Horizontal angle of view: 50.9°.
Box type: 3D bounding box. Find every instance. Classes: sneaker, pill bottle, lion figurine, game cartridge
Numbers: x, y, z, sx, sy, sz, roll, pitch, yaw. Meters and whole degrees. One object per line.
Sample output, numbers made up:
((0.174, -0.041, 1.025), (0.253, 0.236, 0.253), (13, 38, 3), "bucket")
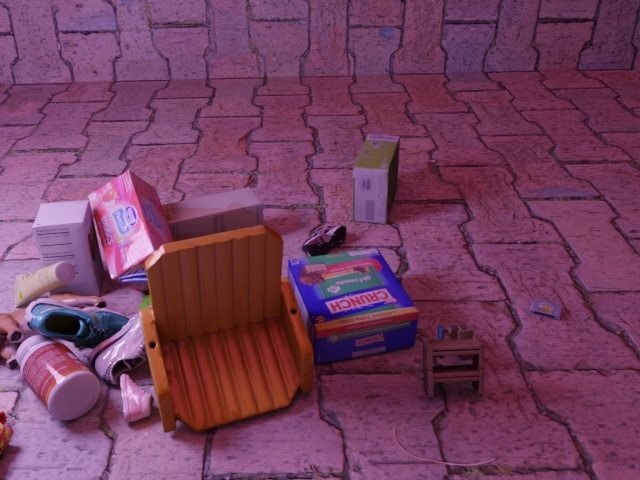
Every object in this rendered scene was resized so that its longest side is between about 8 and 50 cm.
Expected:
((-0.687, 0.420, 1.397), (0.094, 0.081, 0.208), (-12, 33, -23), "sneaker")
((-0.608, 0.305, 1.542), (0.121, 0.121, 0.216), (-27, 41, -36), "pill bottle")
((-0.570, 0.215, 1.624), (0.275, 0.107, 0.110), (17, -2, -40), "sneaker")
((-0.736, 0.206, 1.723), (0.392, 0.142, 0.240), (-10, 21, -41), "lion figurine")
((-0.444, 0.251, 1.642), (0.095, 0.090, 0.235), (31, 65, 35), "sneaker")
((0.611, 0.187, 1.822), (0.083, 0.017, 0.056), (14, 31, 21), "game cartridge")
((-0.416, 0.354, 1.530), (0.070, 0.051, 0.134), (-9, 36, -16), "sneaker")
((0.000, 0.000, 2.099), (0.077, 0.072, 0.178), (12, 24, 41), "sneaker")

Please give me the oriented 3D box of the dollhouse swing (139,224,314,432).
((-0.194, 0.192, 1.442), (0.346, 0.305, 0.315), (-11, 62, -18), "dollhouse swing")

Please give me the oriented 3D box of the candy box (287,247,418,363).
((0.073, 0.161, 1.769), (0.268, 0.122, 0.317), (-8, 34, -13), "candy box")

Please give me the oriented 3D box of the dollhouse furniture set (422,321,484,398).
((0.303, 0.281, 1.599), (0.129, 0.129, 0.184), (-2, 7, -1), "dollhouse furniture set")

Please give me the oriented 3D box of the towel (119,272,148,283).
((-0.324, 0.081, 1.640), (0.209, 0.034, 0.285), (-5, -2, 18), "towel")

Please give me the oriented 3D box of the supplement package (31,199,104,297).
((-0.697, 0.028, 1.877), (0.134, 0.244, 0.139), (-6, 32, -8), "supplement package")

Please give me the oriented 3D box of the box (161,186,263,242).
((-0.341, -0.054, 2.103), (0.311, 0.148, 0.121), (-15, 35, -20), "box")

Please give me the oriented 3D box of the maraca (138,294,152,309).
((-0.412, 0.142, 1.834), (0.185, 0.099, 0.127), (-36, 31, -12), "maraca")

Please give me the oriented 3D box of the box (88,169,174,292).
((-0.525, -0.026, 1.908), (0.154, 0.142, 0.300), (-30, 62, 10), "box")

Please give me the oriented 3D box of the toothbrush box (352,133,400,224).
((0.193, -0.214, 2.297), (0.122, 0.206, 0.283), (7, 33, 13), "toothbrush box")

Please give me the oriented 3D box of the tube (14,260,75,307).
((-0.753, 0.113, 1.801), (0.240, 0.062, 0.070), (-17, 28, 34), "tube")
